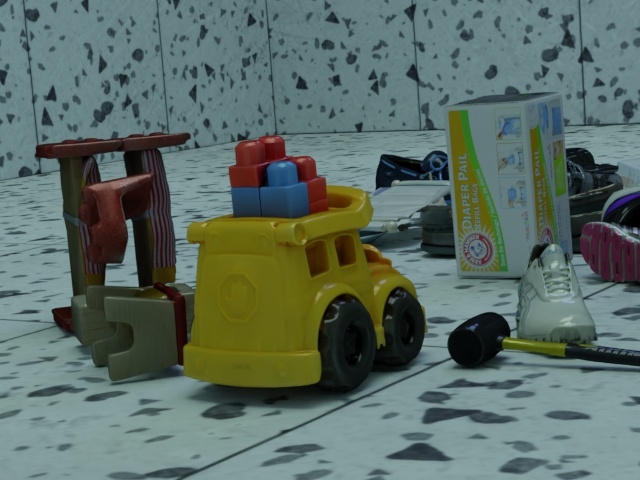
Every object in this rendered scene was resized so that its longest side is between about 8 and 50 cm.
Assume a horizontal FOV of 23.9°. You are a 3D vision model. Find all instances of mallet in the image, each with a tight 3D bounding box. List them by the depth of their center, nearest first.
[{"bbox_3d":[0.205,0.089,1.278,0.190,0.039,0.062,3,13,22],"label":"mallet"}]

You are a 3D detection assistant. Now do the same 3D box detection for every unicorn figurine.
[{"bbox_3d":[0.167,-0.041,2.191,0.111,0.060,0.162,-10,26,-37],"label":"unicorn figurine"}]

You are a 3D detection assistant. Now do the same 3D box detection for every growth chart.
[{"bbox_3d":[0.094,-0.051,2.102,0.172,0.021,0.237,4,20,39],"label":"growth chart"}]

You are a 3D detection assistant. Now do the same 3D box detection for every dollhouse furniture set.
[{"bbox_3d":[-0.177,0.000,1.505,0.152,0.201,0.374,-7,8,-18],"label":"dollhouse furniture set"}]

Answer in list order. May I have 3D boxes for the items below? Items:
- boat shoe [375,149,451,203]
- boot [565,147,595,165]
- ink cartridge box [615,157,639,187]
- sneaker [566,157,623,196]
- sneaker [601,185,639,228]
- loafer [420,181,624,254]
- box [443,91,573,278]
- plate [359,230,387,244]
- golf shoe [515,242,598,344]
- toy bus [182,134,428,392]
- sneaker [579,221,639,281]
[{"bbox_3d":[0.187,-0.107,2.498,0.258,0.089,0.109,2,10,36],"label":"boat shoe"},{"bbox_3d":[0.352,-0.125,2.650,0.246,0.083,0.161,1,1,-3],"label":"boot"},{"bbox_3d":[0.586,-0.091,2.422,0.145,0.045,0.179,-9,27,-35],"label":"ink cartridge box"},{"bbox_3d":[0.325,-0.083,1.984,0.153,0.101,0.268,2,-18,3],"label":"sneaker"},{"bbox_3d":[0.458,-0.017,1.698,0.293,0.102,0.146,-8,8,18],"label":"sneaker"},{"bbox_3d":[0.257,-0.029,1.905,0.267,0.084,0.096,-2,8,15],"label":"loafer"},{"bbox_3d":[0.219,-0.064,1.748,0.103,0.203,0.114,0,11,31],"label":"box"},{"bbox_3d":[0.000,0.000,2.064,0.188,0.024,0.188,-4,9,1],"label":"plate"},{"bbox_3d":[0.209,0.048,1.377,0.069,0.086,0.176,-3,9,-3],"label":"golf shoe"},{"bbox_3d":[-0.015,0.014,1.296,0.149,0.211,0.220,-1,7,33],"label":"toy bus"},{"bbox_3d":[0.358,0.013,1.641,0.075,0.063,0.170,-10,15,-35],"label":"sneaker"}]
